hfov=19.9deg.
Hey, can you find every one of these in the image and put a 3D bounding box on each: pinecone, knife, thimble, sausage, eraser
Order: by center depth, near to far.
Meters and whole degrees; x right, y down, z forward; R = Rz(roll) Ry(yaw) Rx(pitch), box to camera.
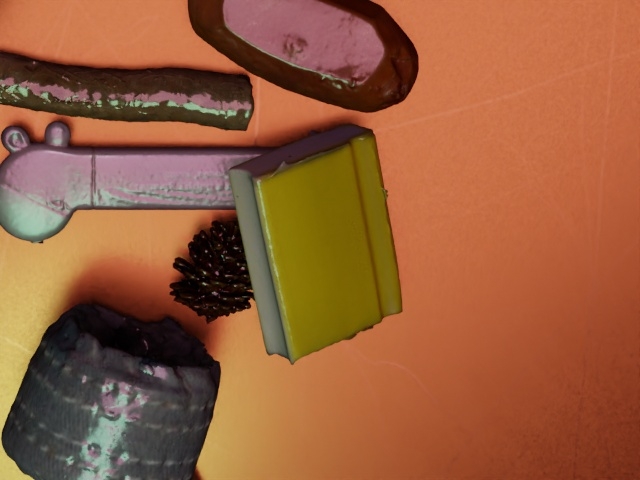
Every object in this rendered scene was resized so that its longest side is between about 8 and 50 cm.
[{"bbox_3d":[-0.212,0.170,1.912,0.205,0.236,0.172,22,97,0],"label":"thimble"},{"bbox_3d":[-0.019,-0.216,1.912,0.258,0.133,0.133,22,98,-4],"label":"sausage"},{"bbox_3d":[0.000,0.000,1.931,0.158,0.069,0.226,-23,115,-26],"label":"eraser"},{"bbox_3d":[-0.105,0.034,1.961,0.102,0.102,0.109,36,107,-8],"label":"pinecone"},{"bbox_3d":[-0.155,-0.066,1.975,0.398,0.038,0.132,-1,103,-5],"label":"knife"}]

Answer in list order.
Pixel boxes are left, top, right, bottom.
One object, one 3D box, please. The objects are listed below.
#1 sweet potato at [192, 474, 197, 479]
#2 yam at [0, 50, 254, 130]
[{"bbox_3d":[-0.142,0.307,2.033,0.056,0.056,0.195,-10,95,-2],"label":"sweet potato"},{"bbox_3d":[-0.220,-0.158,1.941,0.299,0.066,0.066,5,99,-4],"label":"yam"}]
